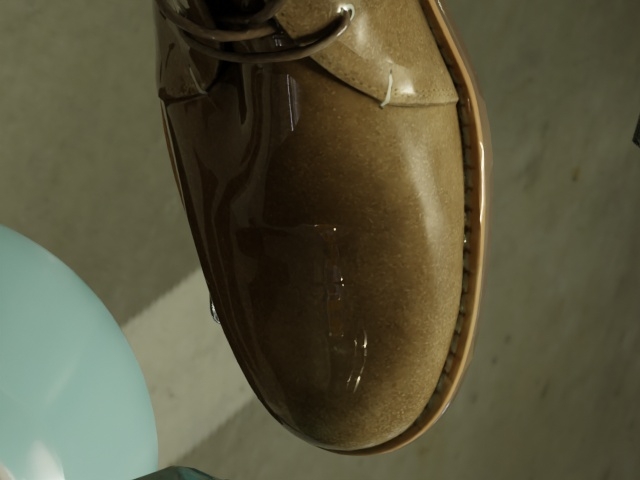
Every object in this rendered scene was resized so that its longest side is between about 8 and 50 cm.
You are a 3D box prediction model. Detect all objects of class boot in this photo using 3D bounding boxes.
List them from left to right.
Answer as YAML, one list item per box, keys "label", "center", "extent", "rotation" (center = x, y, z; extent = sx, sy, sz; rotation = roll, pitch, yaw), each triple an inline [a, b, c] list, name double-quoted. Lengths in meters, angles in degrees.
- label: "boot"
  center: [-0.019, -0.069, 0.451]
  extent: [0.115, 0.112, 0.305]
  rotation: [-40, 125, -65]

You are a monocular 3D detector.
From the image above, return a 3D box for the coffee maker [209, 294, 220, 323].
- label: "coffee maker"
  center: [0.000, 0.000, 1.279]
  extent: [0.120, 0.178, 0.171]
  rotation: [-48, 134, -48]

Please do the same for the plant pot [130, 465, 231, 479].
- label: "plant pot"
  center: [-0.035, 0.219, 0.462]
  extent: [0.248, 0.247, 0.252]
  rotation: [32, 95, -44]

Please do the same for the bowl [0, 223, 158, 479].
- label: "bowl"
  center: [-0.238, 0.142, 0.810]
  extent: [0.163, 0.311, 0.312]
  rotation: [-129, -125, -78]

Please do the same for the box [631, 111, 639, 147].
- label: "box"
  center: [0.300, -0.173, 0.996]
  extent: [0.183, 0.056, 0.231]
  rotation: [-27, 140, -37]
